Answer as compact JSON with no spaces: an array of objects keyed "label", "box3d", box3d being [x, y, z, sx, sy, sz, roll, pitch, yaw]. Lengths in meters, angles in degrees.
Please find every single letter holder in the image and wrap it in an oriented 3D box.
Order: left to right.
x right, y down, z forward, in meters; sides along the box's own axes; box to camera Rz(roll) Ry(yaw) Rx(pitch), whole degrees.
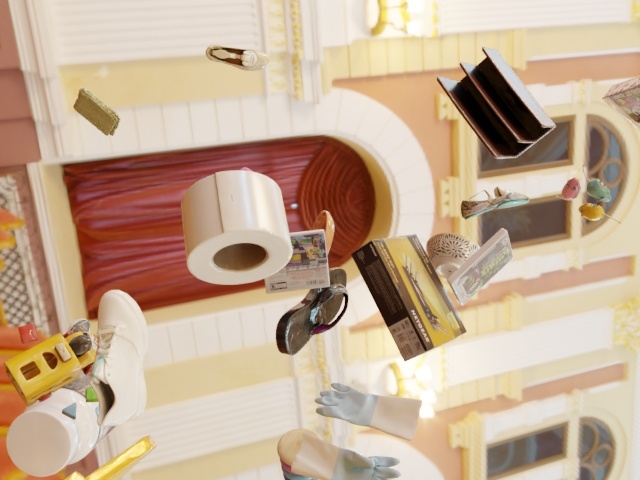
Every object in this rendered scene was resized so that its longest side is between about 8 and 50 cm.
[{"label":"letter holder","box3d":[0.503,-0.400,1.837,0.152,0.214,0.301,-41,-106,33]}]

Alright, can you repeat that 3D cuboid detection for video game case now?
[{"label":"video game case","box3d":[-0.079,0.066,1.966,0.023,0.201,0.183,-106,-170,-76]},{"label":"video game case","box3d":[0.411,0.071,1.618,0.022,0.190,0.173,46,-2,32]},{"label":"video game case","box3d":[0.625,-0.209,1.107,0.210,0.042,0.232,39,5,-3]}]

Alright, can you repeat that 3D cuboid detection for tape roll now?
[{"label":"tape roll","box3d":[-0.199,-0.026,1.496,0.246,0.246,0.169,106,-24,-55]}]

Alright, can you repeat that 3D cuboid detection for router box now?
[{"label":"router box","box3d":[0.236,0.140,1.664,0.081,0.243,0.308,-34,-105,33]}]

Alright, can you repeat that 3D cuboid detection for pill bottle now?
[{"label":"pill bottle","box3d":[-0.686,0.488,1.752,0.363,0.210,0.210,-46,128,-83]}]

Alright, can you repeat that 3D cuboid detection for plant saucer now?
[{"label":"plant saucer","box3d":[0.000,0.000,2.116,0.200,0.037,0.199,-163,-90,-75]}]

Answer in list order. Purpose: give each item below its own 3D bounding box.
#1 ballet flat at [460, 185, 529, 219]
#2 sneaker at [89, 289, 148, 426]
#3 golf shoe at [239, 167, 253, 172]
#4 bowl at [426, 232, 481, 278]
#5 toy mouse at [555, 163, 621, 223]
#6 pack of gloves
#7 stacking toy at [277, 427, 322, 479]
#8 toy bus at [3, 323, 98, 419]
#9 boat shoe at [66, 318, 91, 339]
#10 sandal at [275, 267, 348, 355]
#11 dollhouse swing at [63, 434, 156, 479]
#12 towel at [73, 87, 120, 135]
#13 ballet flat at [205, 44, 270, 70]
[{"label":"ballet flat","box3d":[0.276,-0.065,1.009,0.041,0.114,0.041,165,-90,-83]},{"label":"sneaker","box3d":[-0.326,0.185,0.994,0.094,0.080,0.212,-3,86,-67]},{"label":"golf shoe","box3d":[-0.247,-0.086,1.877,0.115,0.140,0.306,39,-36,14]},{"label":"bowl","box3d":[0.383,0.062,1.850,0.170,0.170,0.080,107,5,-55]},{"label":"toy mouse","box3d":[0.608,-0.108,1.465,0.161,0.031,0.143,23,-37,47]},{"label":"pack of gloves","box3d":[0.062,0.376,1.233,0.046,0.232,0.195,49,53,-49]},{"label":"stacking toy","box3d":[-0.056,0.743,1.949,0.141,0.141,0.330,-128,-148,-57]},{"label":"toy bus","box3d":[-0.524,0.240,1.273,0.104,0.191,0.202,131,-31,-56]},{"label":"boat shoe","box3d":[-0.704,0.281,1.866,0.183,0.083,0.065,-74,146,-67]},{"label":"sandal","box3d":[0.009,0.232,2.047,0.107,0.446,0.167,4,-64,27]},{"label":"dollhouse swing","box3d":[-0.428,0.583,1.162,0.347,0.305,0.315,-45,-115,33]},{"label":"towel","box3d":[-0.679,-0.389,1.930,0.110,0.148,0.027,-38,-162,48]},{"label":"ballet flat","box3d":[-0.216,-0.473,1.649,0.052,0.168,0.057,-107,-157,-76]}]
